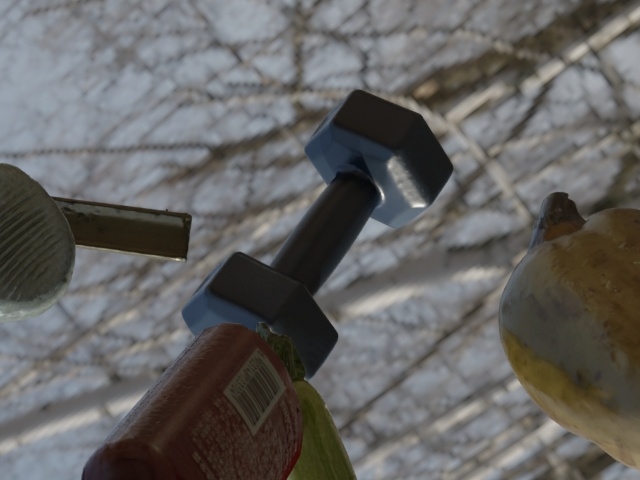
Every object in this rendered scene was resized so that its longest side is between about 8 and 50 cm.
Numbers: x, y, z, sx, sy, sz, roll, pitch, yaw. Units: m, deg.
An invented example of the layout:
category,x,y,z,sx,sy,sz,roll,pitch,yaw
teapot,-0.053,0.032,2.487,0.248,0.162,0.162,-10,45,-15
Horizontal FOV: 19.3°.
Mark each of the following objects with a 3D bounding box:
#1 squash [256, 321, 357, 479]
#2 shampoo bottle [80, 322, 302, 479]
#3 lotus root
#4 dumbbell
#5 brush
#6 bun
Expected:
category,x,y,z,sx,sy,sz,roll,pitch,yaw
squash,-0.012,0.165,1.349,0.094,0.094,0.224,-39,-65,-63
shampoo bottle,-0.081,0.147,1.132,0.314,0.076,0.118,-52,-52,-71
lotus root,0.168,0.047,1.041,0.125,0.118,0.221,-15,-147,-20
dumbbell,0.000,0.000,1.926,0.325,0.144,0.160,-55,-51,-29
brush,-0.228,-0.018,1.509,0.036,0.248,0.043,139,138,-87
bun,-0.159,0.002,0.909,0.083,0.045,0.083,4,-100,-25
